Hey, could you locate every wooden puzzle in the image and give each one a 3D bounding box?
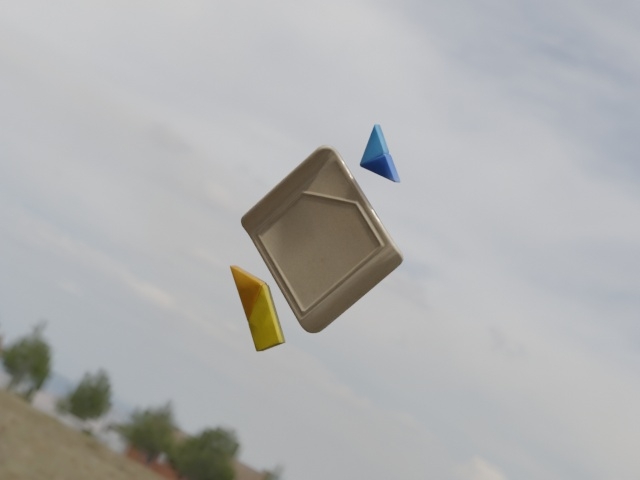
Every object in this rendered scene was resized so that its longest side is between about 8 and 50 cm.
[{"bbox_3d":[0.000,0.000,0.810,0.014,0.116,0.078,-1,61,-59],"label":"wooden puzzle"}]
